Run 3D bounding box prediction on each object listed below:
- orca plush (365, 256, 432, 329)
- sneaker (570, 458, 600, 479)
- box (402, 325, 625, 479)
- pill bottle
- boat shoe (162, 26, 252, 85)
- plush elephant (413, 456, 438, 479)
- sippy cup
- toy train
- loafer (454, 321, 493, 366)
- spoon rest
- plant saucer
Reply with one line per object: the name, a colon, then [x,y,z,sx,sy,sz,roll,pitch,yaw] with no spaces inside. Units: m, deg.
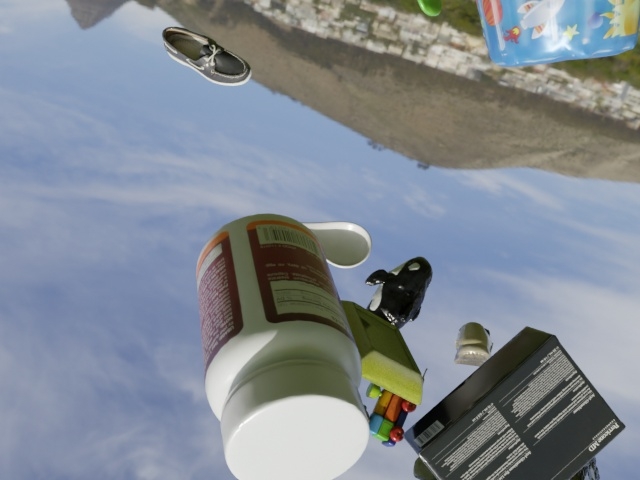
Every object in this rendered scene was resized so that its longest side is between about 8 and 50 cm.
orca plush: [0.147,0.150,1.480,0.287,0.151,0.102,-31,-165,-11]
sneaker: [0.573,0.567,1.654,0.182,0.158,0.410,-12,167,26]
box: [0.285,0.284,1.012,0.184,0.261,0.103,51,174,-4]
pill bottle: [-0.064,0.151,1.014,0.224,0.224,0.392,9,-148,-19]
boat shoe: [-0.146,-0.237,0.863,0.125,0.046,0.038,29,170,13]
plush elephant: [0.301,0.691,1.700,0.256,0.329,0.272,-14,-149,-21]
sippy cup: [0.271,-0.320,0.778,0.240,0.224,0.305,-14,-164,-18]
toy train: [0.194,0.440,1.918,0.143,0.248,0.105,30,158,-6]
loafer: [0.394,0.267,1.727,0.102,0.092,0.268,6,165,9]
spoon rest: [0.000,0.000,1.812,0.277,0.084,0.137,9,-118,13]
plant saucer: [0.106,0.191,1.240,0.188,0.045,0.188,33,-160,-32]
